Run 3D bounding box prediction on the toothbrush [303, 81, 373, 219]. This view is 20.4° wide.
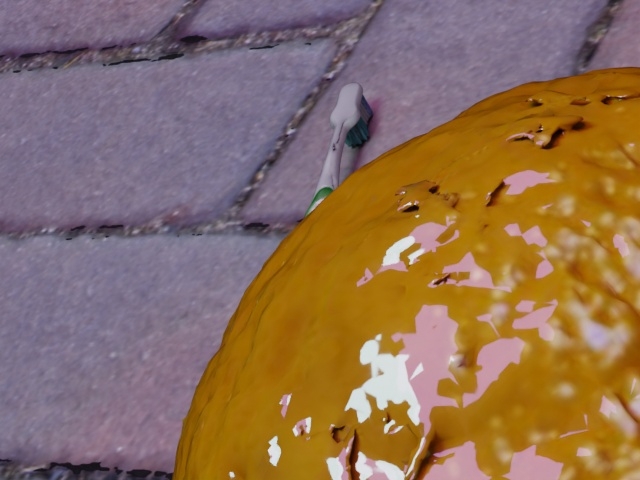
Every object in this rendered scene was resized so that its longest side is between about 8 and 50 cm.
[{"bbox_3d":[-0.001,-0.001,1.123,0.030,0.030,0.304,-14,36,24],"label":"toothbrush"}]

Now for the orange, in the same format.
[{"bbox_3d":[0.111,0.114,0.617,0.340,0.341,0.293,-51,-4,-28],"label":"orange"}]
